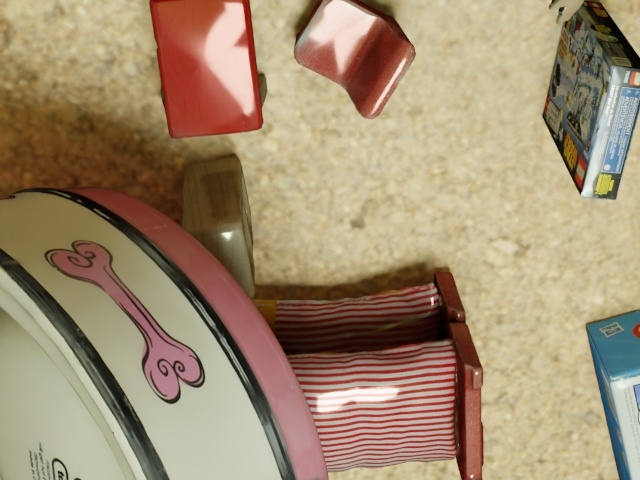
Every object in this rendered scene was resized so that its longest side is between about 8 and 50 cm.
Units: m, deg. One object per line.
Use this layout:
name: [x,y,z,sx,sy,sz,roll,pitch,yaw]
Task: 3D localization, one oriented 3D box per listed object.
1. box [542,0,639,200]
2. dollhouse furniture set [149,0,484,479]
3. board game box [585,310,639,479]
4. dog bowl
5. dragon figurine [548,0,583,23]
box: [0.185,-0.098,1.020,0.027,0.137,0.094,6,117,-7]
dollhouse furniture set: [0.000,0.000,1.048,0.201,0.152,0.374,-7,118,-1]
board game box: [0.395,0.172,1.206,0.302,0.086,0.308,-15,118,3]
dog bowl: [-0.159,0.144,1.004,0.150,0.408,0.407,-27,126,-38]
dragon figurine: [0.119,-0.211,0.985,0.289,0.144,0.085,5,117,-29]
